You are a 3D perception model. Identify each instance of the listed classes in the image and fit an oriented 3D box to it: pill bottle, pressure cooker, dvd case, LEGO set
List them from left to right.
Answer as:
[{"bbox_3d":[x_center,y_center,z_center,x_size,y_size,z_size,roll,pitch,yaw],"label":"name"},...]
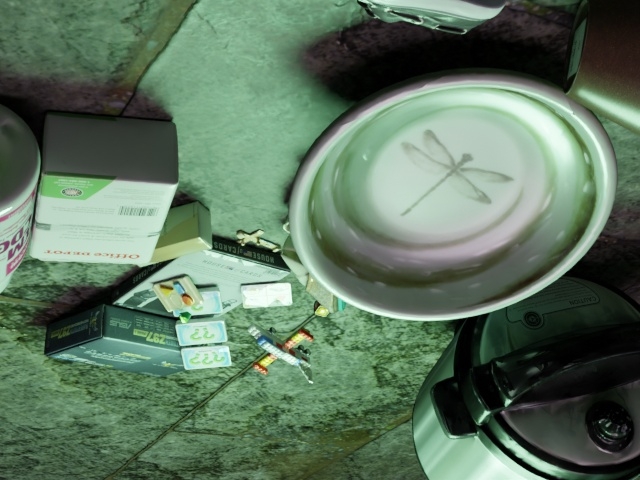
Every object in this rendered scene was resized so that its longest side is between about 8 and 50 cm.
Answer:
[{"bbox_3d":[-0.426,-0.035,1.437,0.160,0.160,0.283,3,153,-16],"label":"pill bottle"},{"bbox_3d":[-0.184,0.063,1.832,0.179,0.029,0.239,16,147,-36],"label":"dvd case"},{"bbox_3d":[-0.102,0.147,1.859,0.244,0.060,0.182,-4,133,-1],"label":"LEGO set"},{"bbox_3d":[0.369,0.252,1.913,0.375,0.370,0.420,30,149,5],"label":"pressure cooker"}]

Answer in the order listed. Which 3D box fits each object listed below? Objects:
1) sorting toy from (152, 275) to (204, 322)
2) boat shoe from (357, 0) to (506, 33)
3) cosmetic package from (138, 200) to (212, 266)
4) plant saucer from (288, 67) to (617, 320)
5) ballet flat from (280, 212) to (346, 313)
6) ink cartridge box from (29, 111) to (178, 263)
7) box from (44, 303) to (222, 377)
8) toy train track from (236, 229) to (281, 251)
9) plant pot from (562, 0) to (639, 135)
[{"bbox_3d":[-0.208,0.091,1.800,0.062,0.012,0.083,-16,126,19],"label":"sorting toy"},{"bbox_3d":[0.077,-0.251,1.193,0.228,0.080,0.076,3,152,-32],"label":"boat shoe"},{"bbox_3d":[-0.209,-0.009,1.646,0.115,0.060,0.041,-16,152,18],"label":"cosmetic package"},{"bbox_3d":[0.156,-0.068,1.473,0.400,0.100,0.400,-4,133,-4],"label":"plant saucer"},{"bbox_3d":[0.000,0.000,1.682,0.106,0.107,0.316,15,149,5],"label":"ballet flat"},{"bbox_3d":[-0.274,-0.059,1.491,0.160,0.092,0.219,4,153,-17],"label":"ink cartridge box"},{"bbox_3d":[-0.306,0.169,1.963,0.233,0.059,0.183,16,155,-39],"label":"box"},{"bbox_3d":[-0.089,0.005,1.746,0.048,0.014,0.083,-25,148,36],"label":"toy train track"},{"bbox_3d":[0.381,-0.185,1.262,0.230,0.215,0.215,10,154,1],"label":"plant pot"}]
